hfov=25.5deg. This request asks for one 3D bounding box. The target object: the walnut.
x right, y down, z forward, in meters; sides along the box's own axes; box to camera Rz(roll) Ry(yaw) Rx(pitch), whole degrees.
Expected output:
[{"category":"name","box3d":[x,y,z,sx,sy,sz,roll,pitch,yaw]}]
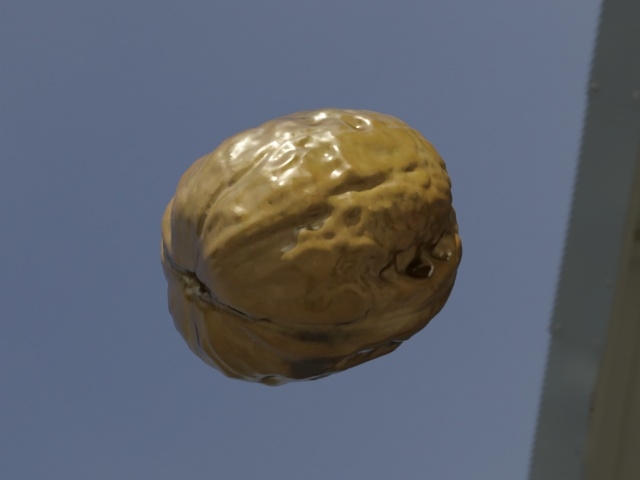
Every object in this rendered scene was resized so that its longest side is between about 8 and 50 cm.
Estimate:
[{"category":"walnut","box3d":[0.000,0.000,0.796,0.184,0.155,0.155,-14,-52,-36]}]
